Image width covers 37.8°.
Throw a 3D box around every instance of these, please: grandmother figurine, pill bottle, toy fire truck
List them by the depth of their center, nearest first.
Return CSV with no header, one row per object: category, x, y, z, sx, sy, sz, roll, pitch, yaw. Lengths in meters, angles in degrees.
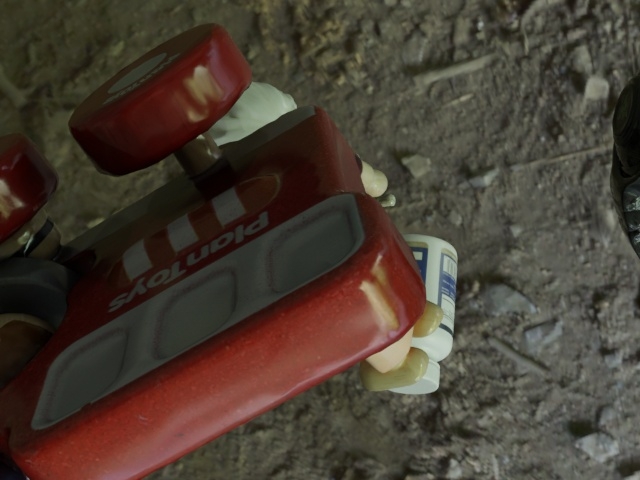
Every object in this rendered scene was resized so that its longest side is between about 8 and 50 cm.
toy fire truck,-0.106,0.036,0.465,0.302,0.169,0.254,-28,23,8
grandmother figurine,0.000,0.000,0.846,0.104,0.342,0.207,-13,41,27
pill bottle,0.107,0.086,1.081,0.094,0.094,0.169,-3,62,21

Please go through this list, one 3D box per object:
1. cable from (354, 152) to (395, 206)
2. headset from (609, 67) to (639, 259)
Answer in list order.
cable,-0.032,-0.044,1.048,0.139,0.287,0.072,27,66,-15
headset,0.363,-0.111,0.773,0.243,0.394,0.185,-14,20,9
